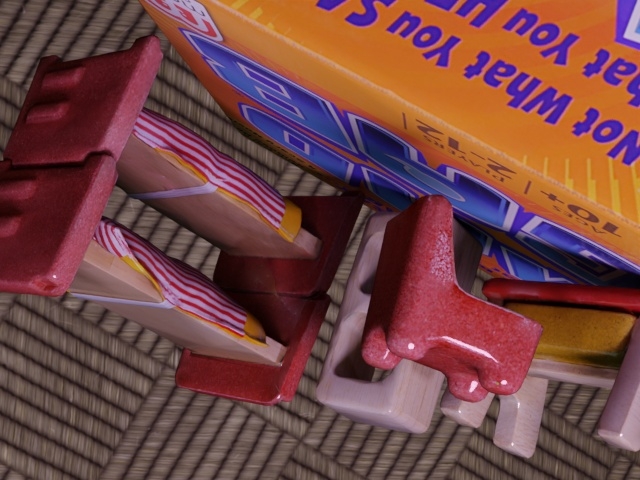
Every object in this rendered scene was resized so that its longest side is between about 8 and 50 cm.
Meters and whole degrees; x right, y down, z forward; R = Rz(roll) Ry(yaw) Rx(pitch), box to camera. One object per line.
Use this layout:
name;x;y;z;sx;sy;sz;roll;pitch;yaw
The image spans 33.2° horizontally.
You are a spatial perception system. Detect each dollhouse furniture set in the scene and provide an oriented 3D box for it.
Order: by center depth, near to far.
dollhouse furniture set;0.000;0.000;0.577;0.374;0.152;0.201;2;157;42

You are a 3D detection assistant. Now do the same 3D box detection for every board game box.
board game box;0.157;-0.173;0.618;0.356;0.356;0.356;29;175;10
